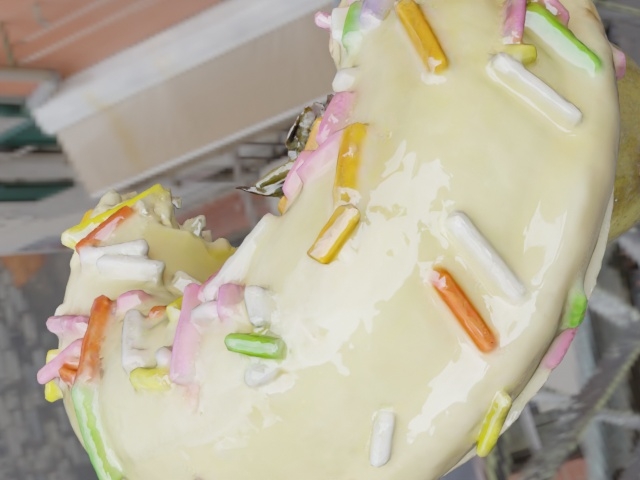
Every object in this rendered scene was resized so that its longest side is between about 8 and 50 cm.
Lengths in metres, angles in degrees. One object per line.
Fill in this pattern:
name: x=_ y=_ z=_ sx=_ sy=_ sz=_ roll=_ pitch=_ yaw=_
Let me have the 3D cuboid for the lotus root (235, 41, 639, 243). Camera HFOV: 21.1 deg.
lotus root: x=0.091 y=-0.060 z=1.049 sx=0.154 sy=0.278 sz=0.154 roll=176 pitch=90 yaw=-64

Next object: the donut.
donut: x=-0.005 y=0.009 z=0.888 sx=0.371 sy=0.150 sz=0.307 roll=-40 pitch=33 yaw=29
